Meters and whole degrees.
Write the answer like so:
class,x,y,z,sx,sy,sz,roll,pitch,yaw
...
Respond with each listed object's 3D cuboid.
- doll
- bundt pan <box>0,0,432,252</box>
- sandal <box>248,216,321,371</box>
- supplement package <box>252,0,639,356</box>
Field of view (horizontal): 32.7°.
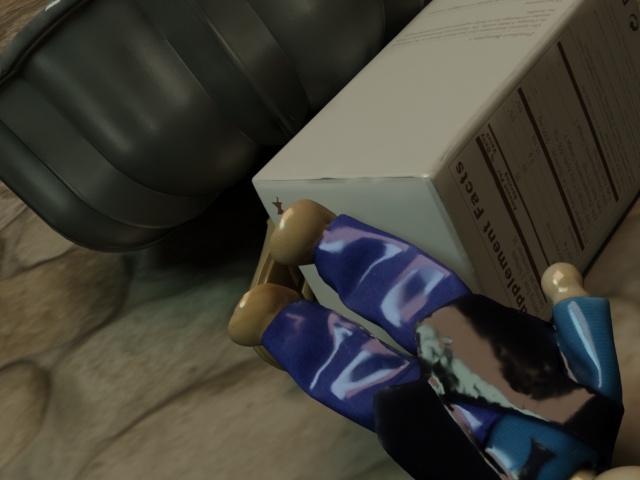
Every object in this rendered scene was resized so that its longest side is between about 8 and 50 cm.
class,x,y,z,sx,sy,sz,roll,pitch,yaw
doll,0.048,0.060,0.392,0.189,0.046,0.129,32,98,36
bundt pan,-0.051,-0.108,0.656,0.331,0.124,0.331,-37,4,3
sandal,0.000,0.000,0.576,0.049,0.072,0.180,-33,22,45
supplement package,0.075,-0.041,0.515,0.105,0.105,0.179,3,41,45
